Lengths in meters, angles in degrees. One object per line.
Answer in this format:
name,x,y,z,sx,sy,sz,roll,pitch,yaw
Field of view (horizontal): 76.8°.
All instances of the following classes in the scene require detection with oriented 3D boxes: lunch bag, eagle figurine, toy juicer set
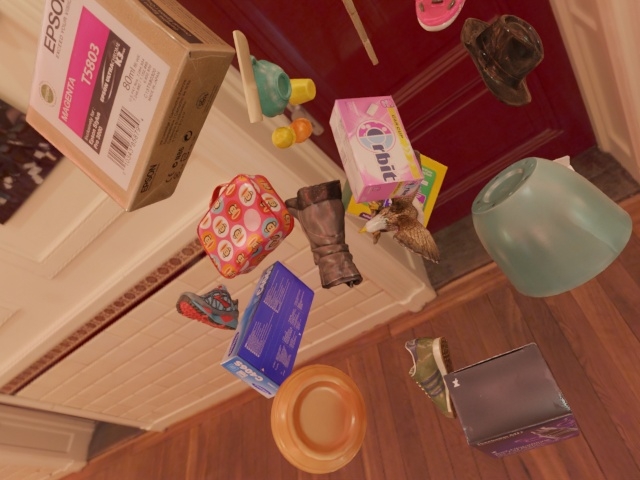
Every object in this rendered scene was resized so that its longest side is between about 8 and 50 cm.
lunch bag,-0.246,-0.056,1.225,0.293,0.120,0.258,-42,77,26
eagle figurine,0.195,-0.063,0.979,0.225,0.226,0.298,-57,13,-14
toy juicer set,-0.125,-0.335,0.989,0.089,0.329,0.209,2,91,28

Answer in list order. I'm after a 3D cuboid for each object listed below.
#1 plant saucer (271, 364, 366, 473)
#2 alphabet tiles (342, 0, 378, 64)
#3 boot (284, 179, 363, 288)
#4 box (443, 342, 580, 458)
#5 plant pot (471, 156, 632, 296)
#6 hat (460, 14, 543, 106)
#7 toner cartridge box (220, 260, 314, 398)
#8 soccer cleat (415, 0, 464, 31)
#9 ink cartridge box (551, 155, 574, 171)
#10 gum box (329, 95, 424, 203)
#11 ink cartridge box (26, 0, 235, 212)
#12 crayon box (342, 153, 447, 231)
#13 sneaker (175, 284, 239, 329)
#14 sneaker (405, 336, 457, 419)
plant saucer,0.004,0.345,0.794,0.037,0.199,0.200,128,156,-58
alphabet tiles,0.000,-0.443,0.611,0.011,0.285,0.343,-26,70,16
boot,0.000,0.000,0.915,0.118,0.223,0.338,-14,2,-3
box,0.314,0.270,0.660,0.153,0.207,0.108,-28,49,18
plant pot,0.511,-0.053,0.961,0.293,0.235,0.293,-46,7,7
hat,0.592,-0.588,1.244,0.134,0.331,0.331,-33,39,51
toner cartridge box,-0.130,0.230,1.114,0.075,0.165,0.348,-35,22,33
soccer cleat,0.303,-0.615,0.987,0.116,0.143,0.331,3,69,20
ink cartridge box,0.706,-0.153,1.208,0.104,0.181,0.062,-20,44,18
gum box,0.092,-0.166,0.708,0.062,0.107,0.188,114,143,-64
ink cartridge box,-0.239,-0.184,0.491,0.235,0.193,0.088,-53,-5,33
crayon box,0.282,-0.206,1.580,0.106,0.362,0.313,21,92,66
sneaker,-0.336,0.187,1.225,0.104,0.262,0.125,0,66,21
sneaker,0.230,0.282,0.844,0.086,0.192,0.064,-5,20,32
